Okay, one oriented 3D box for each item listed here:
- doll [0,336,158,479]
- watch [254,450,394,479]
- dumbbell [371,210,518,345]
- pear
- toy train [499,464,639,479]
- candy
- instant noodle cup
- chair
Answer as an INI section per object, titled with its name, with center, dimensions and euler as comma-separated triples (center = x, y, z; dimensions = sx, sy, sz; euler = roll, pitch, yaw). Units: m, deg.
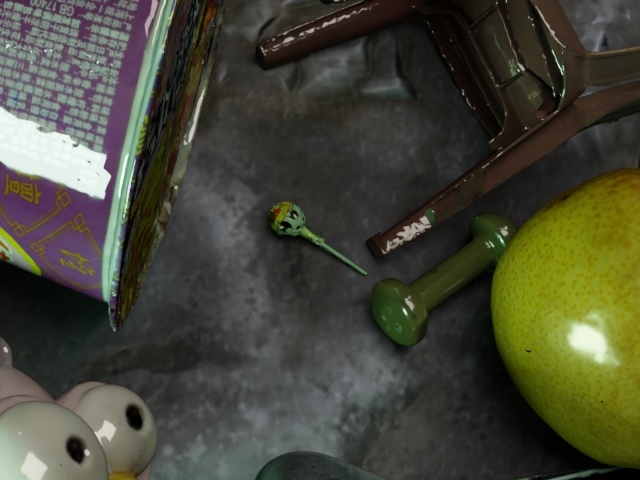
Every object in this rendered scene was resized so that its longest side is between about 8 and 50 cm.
[doll]
center = -0.106, 0.210, 1.175
dimensions = 0.365, 0.094, 0.160
euler = 54, 37, 2
[watch]
center = 0.030, 0.229, 1.187
dimensions = 0.206, 0.068, 0.193
euler = 29, 35, -39
[dumbbell]
center = 0.090, 0.026, 1.346
dimensions = 0.118, 0.052, 0.046
euler = -33, 56, -27
[pear]
center = 0.219, 0.045, 1.289
dimensions = 0.209, 0.209, 0.208
euler = 7, 67, -16
[toy train]
center = 0.209, 0.180, 1.330
dimensions = 0.252, 0.048, 0.055
euler = -4, 80, -26
[candy]
center = 0.000, 0.000, 1.345
dimensions = 0.083, 0.023, 0.025
euler = 33, 97, -10
[instant noodle cup]
center = -0.205, -0.133, 1.181
dimensions = 0.266, 0.340, 0.339
euler = 14, 65, 0
[chair]
center = 0.152, -0.140, 1.367
dimensions = 0.326, 0.175, 0.183
euler = -26, 87, -22
